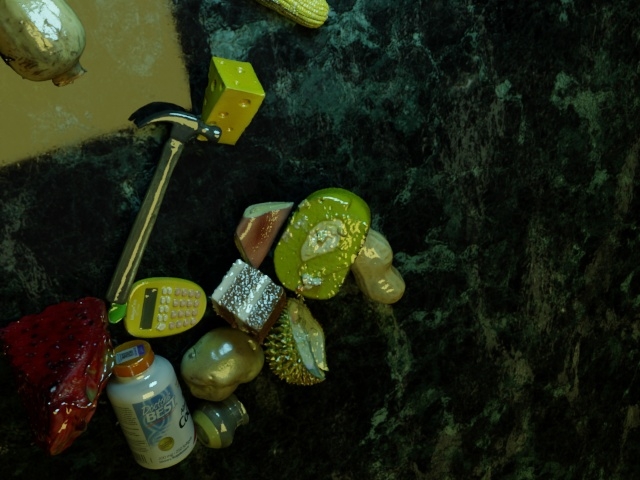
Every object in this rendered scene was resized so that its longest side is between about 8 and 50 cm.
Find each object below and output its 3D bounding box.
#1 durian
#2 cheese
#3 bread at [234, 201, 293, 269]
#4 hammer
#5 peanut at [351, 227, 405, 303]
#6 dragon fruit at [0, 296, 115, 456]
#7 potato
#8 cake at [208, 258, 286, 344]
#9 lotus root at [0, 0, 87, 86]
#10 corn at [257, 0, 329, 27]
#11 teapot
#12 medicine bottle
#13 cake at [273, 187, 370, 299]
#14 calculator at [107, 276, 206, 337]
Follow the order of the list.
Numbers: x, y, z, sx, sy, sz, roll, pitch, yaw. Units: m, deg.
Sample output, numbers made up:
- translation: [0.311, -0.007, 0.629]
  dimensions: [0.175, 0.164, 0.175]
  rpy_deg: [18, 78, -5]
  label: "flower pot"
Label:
- translation: [-0.074, 0.242, 2.028]
  dimensions: [0.193, 0.138, 0.237]
  rpy_deg: [33, 48, -48]
  label: "durian"
- translation: [-0.201, -0.283, 1.766]
  dimensions: [0.093, 0.126, 0.171]
  rpy_deg: [3, 129, -29]
  label: "cheese"
- translation: [-0.148, -0.026, 1.903]
  dimensions: [0.119, 0.067, 0.192]
  rpy_deg: [28, 97, -43]
  label: "bread"
- translation: [-0.360, -0.065, 1.749]
  dimensions: [0.168, 0.044, 0.439]
  rpy_deg: [19, 100, -17]
  label: "hammer"
- translation: [0.135, 0.058, 2.070]
  dimensions: [0.125, 0.111, 0.274]
  rpy_deg: [-15, 130, 22]
  label: "peanut"
- translation: [-0.497, 0.316, 1.704]
  dimensions: [0.228, 0.329, 0.285]
  rpy_deg: [-18, 118, -29]
  label: "dragon fruit"
- translation: [-0.234, 0.288, 1.954]
  dimensions: [0.200, 0.137, 0.154]
  rpy_deg: [-35, 152, -12]
  label: "potato"
- translation: [-0.167, 0.141, 1.891]
  dimensions: [0.134, 0.147, 0.135]
  rpy_deg: [-60, 172, -20]
  label: "cake"
- translation: [-0.523, -0.383, 1.493]
  dimensions: [0.154, 0.140, 0.257]
  rpy_deg: [-46, 120, -13]
  label: "lotus root"
- translation: [-0.071, -0.512, 1.738]
  dimensions: [0.203, 0.072, 0.072]
  rpy_deg: [19, 100, -33]
  label: "corn"
- translation: [-0.251, 0.449, 2.030]
  dimensions: [0.119, 0.130, 0.165]
  rpy_deg: [-32, 157, -32]
  label: "teapot"
- translation: [-0.392, 0.368, 1.880]
  dimensions: [0.157, 0.157, 0.288]
  rpy_deg: [-24, 121, -19]
  label: "medicine bottle"
- translation: [0.000, 0.000, 1.913]
  dimensions: [0.179, 0.156, 0.260]
  rpy_deg: [24, 104, -5]
  label: "cake"
- translation: [-0.370, 0.152, 1.876]
  dimensions: [0.235, 0.032, 0.146]
  rpy_deg: [2, 109, -32]
  label: "calculator"
